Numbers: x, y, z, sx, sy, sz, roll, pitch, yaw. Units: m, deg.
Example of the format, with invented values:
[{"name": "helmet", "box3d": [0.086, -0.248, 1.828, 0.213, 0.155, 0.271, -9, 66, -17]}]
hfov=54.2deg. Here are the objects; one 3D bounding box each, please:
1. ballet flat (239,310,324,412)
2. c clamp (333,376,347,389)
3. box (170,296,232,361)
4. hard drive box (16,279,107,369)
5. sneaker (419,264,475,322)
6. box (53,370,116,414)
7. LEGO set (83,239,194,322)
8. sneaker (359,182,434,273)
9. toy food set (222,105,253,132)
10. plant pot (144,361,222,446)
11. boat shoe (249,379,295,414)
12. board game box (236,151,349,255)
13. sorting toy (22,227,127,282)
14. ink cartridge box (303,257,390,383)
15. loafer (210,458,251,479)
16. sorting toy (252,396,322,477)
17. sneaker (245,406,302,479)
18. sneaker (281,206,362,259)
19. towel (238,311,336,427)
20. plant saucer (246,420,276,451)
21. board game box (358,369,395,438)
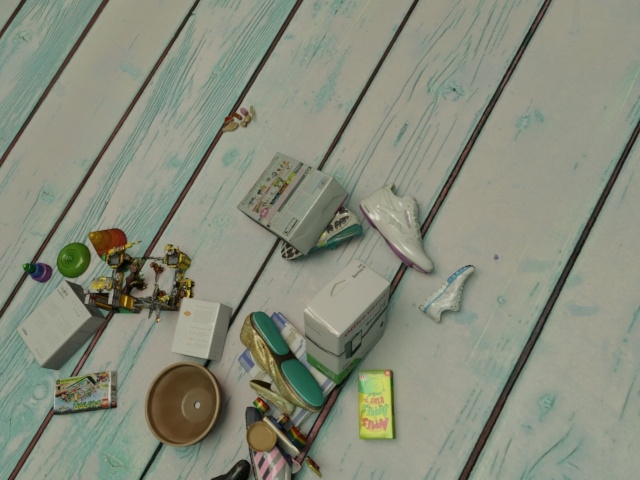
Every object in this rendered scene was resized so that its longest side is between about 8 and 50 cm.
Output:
[{"name": "ballet flat", "box3d": [-0.116, 0.353, 1.738, 0.123, 0.123, 0.348, -40, 63, 2]}, {"name": "c clamp", "box3d": [0.015, 0.362, 1.793, 0.161, 0.022, 0.137, -12, 76, 13]}, {"name": "box", "box3d": [-0.359, 0.270, 1.898, 0.130, 0.091, 0.170, 7, 75, 20]}, {"name": "hard drive box", "box3d": [-0.849, 0.276, 2.050, 0.232, 0.089, 0.181, -45, 66, -1]}, {"name": "sneaker", "box3d": [0.368, 0.150, 1.730, 0.190, 0.071, 0.083, -46, 72, 8]}, {"name": "box", "box3d": [-0.744, 0.484, 1.979, 0.207, 0.036, 0.114, -12, 70, 13]}, {"name": "LEGO set", "box3d": [-0.583, 0.116, 1.961, 0.332, 0.192, 0.254, 7, 75, 19]}, {"name": "sneaker", "box3d": [0.242, -0.043, 1.797, 0.152, 0.114, 0.305, -38, 66, 4]}, {"name": "toy food set", "box3d": [-0.279, -0.415, 2.132, 0.122, 0.019, 0.077, -14, 69, 21]}, {"name": "plant pot", "box3d": [-0.382, 0.479, 1.828, 0.238, 0.110, 0.237, -5, 72, 17]}, {"name": "boat shoe", "box3d": [-0.139, 0.440, 1.767, 0.153, 0.056, 0.048, 21, 95, 19]}, {"name": "board game box", "box3d": [-0.089, -0.118, 1.874, 0.224, 0.097, 0.303, -54, 43, -4]}, {"name": "sorting toy", "box3d": [-0.842, 0.043, 2.103, 0.366, 0.126, 0.127, -21, 68, 9]}, {"name": "ink cartridge box", "box3d": [0.068, 0.217, 1.643, 0.122, 0.289, 0.211, 35, 62, 23]}, {"name": "loafer", "box3d": [-0.276, 0.685, 1.735, 0.078, 0.076, 0.223, 45, 105, 34]}, {"name": "sorting toy", "box3d": [-0.080, 0.520, 1.691, 0.274, 0.132, 0.046, 43, 82, 13]}, {"name": "sneaker", "box3d": [-0.126, 0.606, 1.728, 0.131, 0.112, 0.318, -12, 66, -11]}, {"name": "sneaker", "box3d": [0.000, 0.000, 1.866, 0.275, 0.110, 0.107, -24, 49, 27]}, {"name": "towel", "box3d": [-0.094, 0.369, 1.802, 0.285, 0.034, 0.209, 43, 101, 26]}, {"name": "plant saucer", "box3d": [-0.161, 0.532, 1.692, 0.084, 0.015, 0.083, 8, 55, -11]}, {"name": "board game box", "box3d": [0.153, 0.447, 1.708, 0.092, 0.043, 0.181, -5, 71, 15]}]
